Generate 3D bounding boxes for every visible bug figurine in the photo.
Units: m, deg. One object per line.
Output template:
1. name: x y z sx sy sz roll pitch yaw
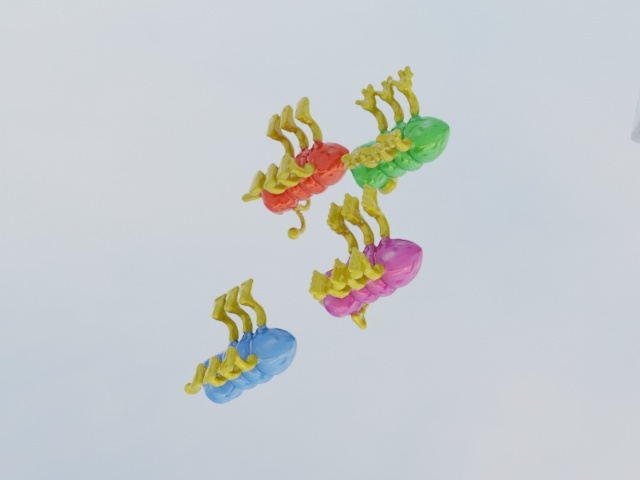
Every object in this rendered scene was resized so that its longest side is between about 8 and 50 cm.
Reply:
1. bug figurine: 0.000 0.000 1.335 0.216 0.072 0.279 -28 -147 39

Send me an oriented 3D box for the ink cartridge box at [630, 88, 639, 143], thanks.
1. ink cartridge box: 0.326 -0.132 1.346 0.134 0.231 0.078 16 -112 -2
